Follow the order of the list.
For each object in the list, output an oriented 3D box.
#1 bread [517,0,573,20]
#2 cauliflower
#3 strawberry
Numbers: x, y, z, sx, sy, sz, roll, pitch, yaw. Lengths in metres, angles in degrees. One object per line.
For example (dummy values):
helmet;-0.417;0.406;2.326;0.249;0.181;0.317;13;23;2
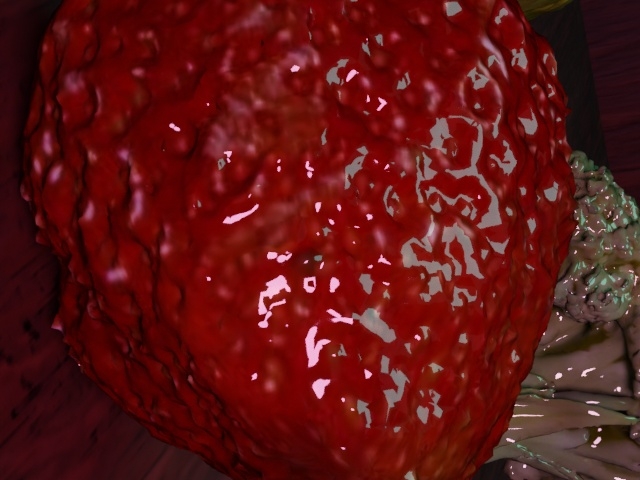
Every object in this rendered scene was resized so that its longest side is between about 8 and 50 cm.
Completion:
bread;0.074;-0.287;1.019;0.308;0.348;0.348;54;31;-79
cauliflower;0.104;0.076;1.164;0.327;0.281;0.260;60;-11;13
strawberry;0.000;0.000;0.746;0.257;0.257;0.277;56;19;-55
